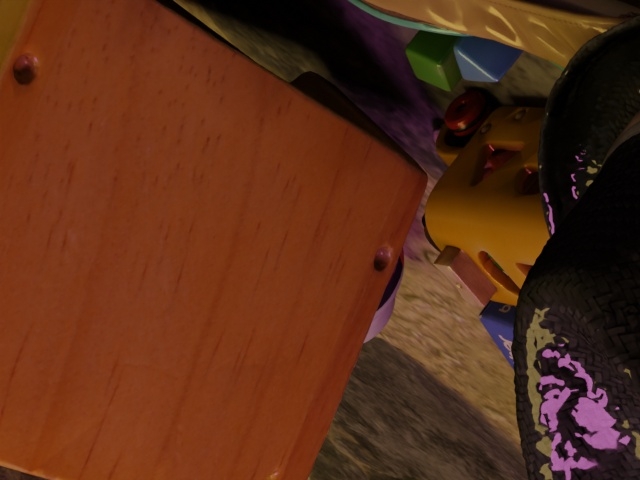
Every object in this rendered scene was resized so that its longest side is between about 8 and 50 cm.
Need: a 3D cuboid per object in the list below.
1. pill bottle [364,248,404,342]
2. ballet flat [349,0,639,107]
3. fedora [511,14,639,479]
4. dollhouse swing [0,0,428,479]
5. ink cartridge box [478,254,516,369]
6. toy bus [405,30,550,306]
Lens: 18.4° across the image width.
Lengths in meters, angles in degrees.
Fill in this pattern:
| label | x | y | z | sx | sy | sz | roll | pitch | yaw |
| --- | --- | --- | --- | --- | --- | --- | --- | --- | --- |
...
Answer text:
| label | x | y | z | sx | sy | sz | roll | pitch | yaw |
| --- | --- | --- | --- | --- | --- | --- | --- | --- | --- |
| pill bottle | 0.000 | 0.000 | 1.354 | 0.108 | 0.108 | 0.193 | 31 | 162 | 23 |
| ballet flat | 0.098 | -0.125 | 0.920 | 0.232 | 0.080 | 0.073 | 25 | 131 | 31 |
| fedora | 0.182 | 0.076 | 0.799 | 0.334 | 0.152 | 0.334 | 33 | 146 | 26 |
| dollhouse swing | -0.170 | -0.052 | 1.137 | 0.305 | 0.315 | 0.347 | 20 | 175 | 37 |
| ink cartridge box | 0.226 | 0.110 | 1.259 | 0.311 | 0.065 | 0.186 | 23 | 157 | 46 |
| toy bus | 0.110 | -0.013 | 1.094 | 0.191 | 0.104 | 0.202 | 33 | 162 | 18 |
